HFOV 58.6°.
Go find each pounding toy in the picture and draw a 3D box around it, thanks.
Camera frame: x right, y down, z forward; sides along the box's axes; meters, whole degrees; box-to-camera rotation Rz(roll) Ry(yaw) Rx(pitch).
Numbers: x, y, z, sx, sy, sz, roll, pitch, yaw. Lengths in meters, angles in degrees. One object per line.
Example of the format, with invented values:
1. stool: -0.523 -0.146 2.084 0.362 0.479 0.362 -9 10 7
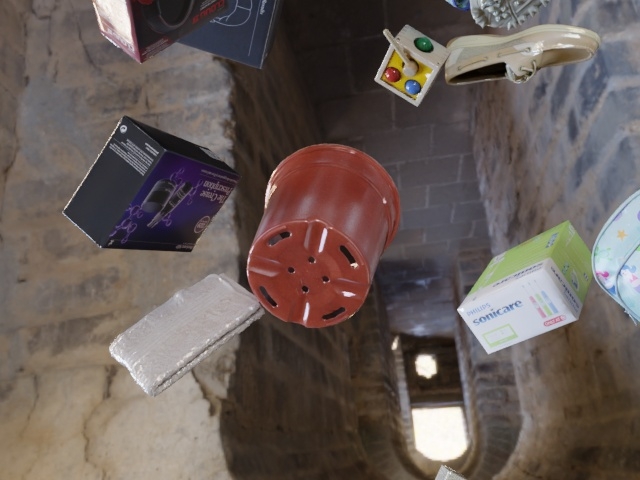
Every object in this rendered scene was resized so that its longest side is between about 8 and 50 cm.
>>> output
1. pounding toy: 0.180 -0.366 1.168 0.130 0.100 0.141 32 146 3

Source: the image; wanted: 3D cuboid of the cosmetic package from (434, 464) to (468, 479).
1. cosmetic package: 0.194 0.427 0.915 0.041 0.115 0.060 27 171 5

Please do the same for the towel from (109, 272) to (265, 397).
1. towel: -0.266 0.175 1.142 0.187 0.282 0.049 25 143 45

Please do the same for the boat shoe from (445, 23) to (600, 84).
1. boat shoe: 0.410 -0.371 1.179 0.302 0.098 0.109 3 167 20

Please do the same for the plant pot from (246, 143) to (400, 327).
1. plant pot: 0.000 0.000 1.014 0.272 0.265 0.272 5 118 9

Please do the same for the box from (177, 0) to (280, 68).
1. box: -0.293 -0.677 1.491 0.396 0.212 0.293 17 129 -6

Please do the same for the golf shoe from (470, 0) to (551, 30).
1. golf shoe: 0.147 -0.237 0.387 0.069 0.086 0.176 10 134 -2

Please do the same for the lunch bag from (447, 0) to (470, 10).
1. lunch bag: 0.233 -0.510 1.070 0.096 0.129 0.151 -43 161 3

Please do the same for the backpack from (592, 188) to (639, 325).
1. backpack: 0.540 0.035 0.834 0.191 0.253 0.225 -9 137 -42

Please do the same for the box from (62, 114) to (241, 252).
1. box: -0.271 -0.081 0.971 0.184 0.103 0.261 -52 165 10

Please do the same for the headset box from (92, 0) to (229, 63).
1. headset box: -0.259 -0.450 0.926 0.218 0.110 0.293 -44 166 -28

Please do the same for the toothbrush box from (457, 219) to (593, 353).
1. toothbrush box: 0.447 0.094 1.217 0.206 0.122 0.283 -34 179 38
